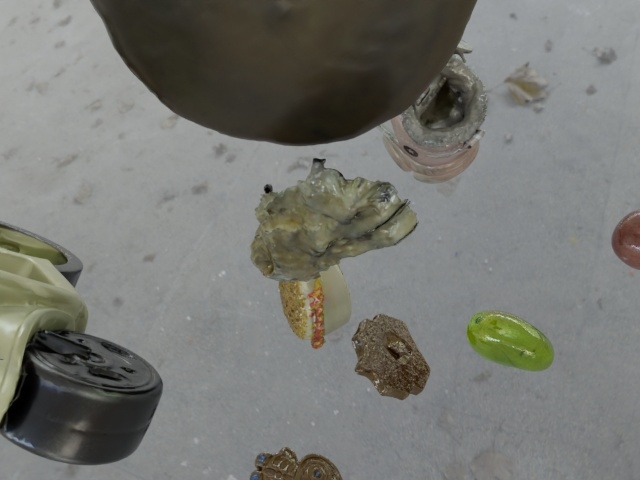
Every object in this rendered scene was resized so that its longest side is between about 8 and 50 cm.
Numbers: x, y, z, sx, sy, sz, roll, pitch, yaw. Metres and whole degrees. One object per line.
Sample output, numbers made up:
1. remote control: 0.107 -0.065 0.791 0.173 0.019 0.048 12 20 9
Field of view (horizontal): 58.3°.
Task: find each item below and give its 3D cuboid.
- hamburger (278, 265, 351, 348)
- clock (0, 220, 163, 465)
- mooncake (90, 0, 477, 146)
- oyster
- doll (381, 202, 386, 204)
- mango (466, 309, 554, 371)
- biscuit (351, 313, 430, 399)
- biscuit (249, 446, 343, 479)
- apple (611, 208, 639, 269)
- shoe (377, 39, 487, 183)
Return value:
1. hamburger: -0.031 0.142 1.618 0.179 0.276 0.294 -13 44 -11
2. clock: -0.300 0.041 0.444 0.379 0.276 0.120 22 89 53
3. mooncake: -0.031 -0.225 0.441 0.290 0.290 0.161 -12 47 9
4. oyster: -0.003 -0.004 0.501 0.209 0.133 0.072 -7 64 48
5. doll: 0.117 -0.070 1.557 0.227 0.057 0.114 -3 46 -31
6. mango: 0.355 0.185 1.075 0.163 0.117 0.089 14 55 18
7. biscuit: 0.133 0.238 1.164 0.034 0.215 0.182 -42 67 33
8. biscuit: -0.040 0.439 1.034 0.175 0.026 0.124 20 54 -4
9. apple: 0.794 0.000 1.393 0.153 0.153 0.120 -33 30 -7
10. shoe: 0.119 -0.253 0.851 0.351 0.198 0.172 45 86 2
